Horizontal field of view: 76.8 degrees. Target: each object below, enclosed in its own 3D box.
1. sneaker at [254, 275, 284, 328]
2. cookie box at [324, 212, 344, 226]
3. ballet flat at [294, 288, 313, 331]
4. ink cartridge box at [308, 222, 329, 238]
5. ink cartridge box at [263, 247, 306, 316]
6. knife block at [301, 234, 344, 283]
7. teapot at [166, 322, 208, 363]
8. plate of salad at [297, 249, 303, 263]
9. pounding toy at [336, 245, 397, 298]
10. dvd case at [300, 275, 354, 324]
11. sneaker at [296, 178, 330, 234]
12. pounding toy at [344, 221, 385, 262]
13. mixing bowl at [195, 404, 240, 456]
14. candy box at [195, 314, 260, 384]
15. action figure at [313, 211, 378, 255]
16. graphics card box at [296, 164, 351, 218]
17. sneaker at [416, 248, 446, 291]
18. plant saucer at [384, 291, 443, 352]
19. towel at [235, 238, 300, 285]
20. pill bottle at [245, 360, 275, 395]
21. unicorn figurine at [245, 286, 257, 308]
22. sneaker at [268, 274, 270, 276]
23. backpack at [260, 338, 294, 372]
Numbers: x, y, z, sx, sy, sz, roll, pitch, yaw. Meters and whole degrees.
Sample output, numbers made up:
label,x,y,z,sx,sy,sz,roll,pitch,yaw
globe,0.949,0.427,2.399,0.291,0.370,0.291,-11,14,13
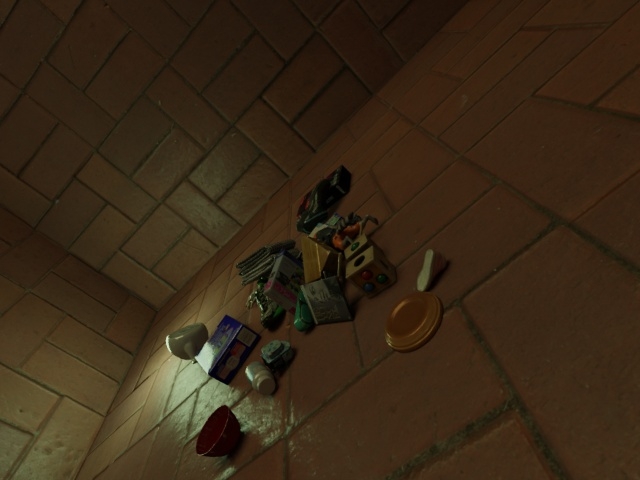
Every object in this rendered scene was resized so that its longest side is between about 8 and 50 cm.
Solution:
label,x,y,z,sx,sy,sz,roll,pitch,yaw
sneaker,-0.265,0.295,1.944,0.134,0.146,0.344,-44,22,10
cookie box,0.075,-0.092,2.095,0.092,0.040,0.107,-49,20,1
ballet flat,-0.073,0.285,1.679,0.087,0.083,0.247,-54,15,26
ink cartridge box,0.000,0.000,1.991,0.143,0.090,0.092,-53,34,-11
ink cartridge box,-0.134,0.172,1.840,0.065,0.185,0.311,-38,23,32
knife block,-0.016,0.137,1.656,0.275,0.088,0.242,33,102,48
teapot,-0.755,0.604,2.340,0.252,0.187,0.256,-15,7,25
plate of salad,-0.060,0.040,2.124,0.199,0.048,0.200,-40,23,20
pounding toy,0.129,0.120,1.416,0.206,0.181,0.094,-38,23,26
dvd case,0.019,0.226,1.501,0.018,0.165,0.221,-21,0,-39
sneaker,-0.007,-0.181,2.248,0.125,0.139,0.341,65,-132,-72
pounding toy,0.165,0.032,1.557,0.130,0.141,0.100,-42,21,15
mixing bowl,-0.355,0.706,1.463,0.181,0.098,0.182,-41,21,20
candy box,-0.458,0.519,1.967,0.268,0.122,0.317,-56,23,-16
action figure,0.093,-0.045,1.794,0.330,0.178,0.342,-18,34,48
graphics card box,0.019,-0.275,2.457,0.370,0.094,0.233,-35,24,30
sneaker,0.344,0.096,1.235,0.051,0.070,0.135,28,106,60
plant saucer,0.261,0.227,1.173,0.200,0.037,0.200,-41,22,20
towel,-0.277,0.103,2.091,0.283,0.122,0.235,-33,-7,29
pill bottle,-0.227,0.527,1.541,0.087,0.087,0.160,-53,21,-12
unicorn figurine,-0.368,0.312,2.238,0.161,0.060,0.111,-32,27,37
sneaker,-0.268,0.164,2.277,0.221,0.083,0.087,-31,32,43
backpack,-0.166,0.435,1.561,0.114,0.084,0.105,-29,19,-22
